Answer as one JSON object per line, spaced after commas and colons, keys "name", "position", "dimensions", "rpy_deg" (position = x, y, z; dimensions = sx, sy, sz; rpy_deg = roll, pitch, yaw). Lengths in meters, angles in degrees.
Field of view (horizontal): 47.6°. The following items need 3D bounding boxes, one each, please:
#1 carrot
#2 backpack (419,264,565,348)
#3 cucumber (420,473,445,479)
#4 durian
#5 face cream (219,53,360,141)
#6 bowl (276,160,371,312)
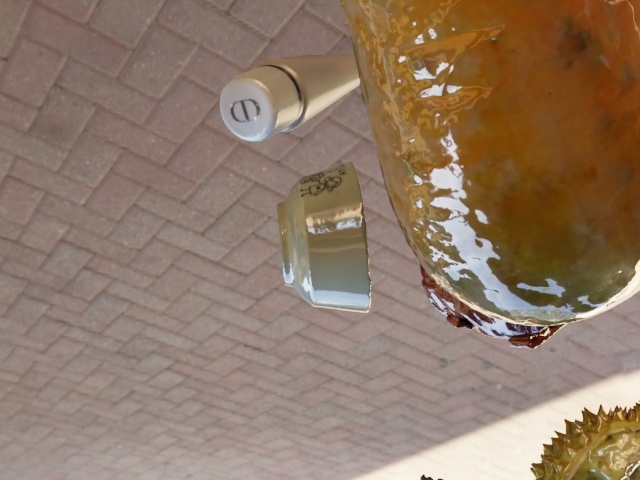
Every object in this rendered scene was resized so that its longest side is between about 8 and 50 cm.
{"name": "carrot", "position": [0.138, -0.111, 0.530], "dimensions": [0.224, 0.224, 0.340], "rpy_deg": [-15, 119, 21]}
{"name": "backpack", "position": [0.244, 0.032, 0.853], "dimensions": [0.229, 0.138, 0.229], "rpy_deg": [-15, -175, 1]}
{"name": "cucumber", "position": [-0.007, 0.341, 0.779], "dimensions": [0.326, 0.145, 0.105], "rpy_deg": [4, 167, -27]}
{"name": "durian", "position": [0.370, 0.333, 0.985], "dimensions": [0.167, 0.306, 0.172], "rpy_deg": [27, 171, 24]}
{"name": "face cream", "position": [-0.015, -0.207, 0.959], "dimensions": [0.143, 0.314, 0.089], "rpy_deg": [0, 111, 30]}
{"name": "bowl", "position": [0.000, 0.000, 0.985], "dimensions": [0.112, 0.211, 0.211], "rpy_deg": [-4, 144, -4]}
